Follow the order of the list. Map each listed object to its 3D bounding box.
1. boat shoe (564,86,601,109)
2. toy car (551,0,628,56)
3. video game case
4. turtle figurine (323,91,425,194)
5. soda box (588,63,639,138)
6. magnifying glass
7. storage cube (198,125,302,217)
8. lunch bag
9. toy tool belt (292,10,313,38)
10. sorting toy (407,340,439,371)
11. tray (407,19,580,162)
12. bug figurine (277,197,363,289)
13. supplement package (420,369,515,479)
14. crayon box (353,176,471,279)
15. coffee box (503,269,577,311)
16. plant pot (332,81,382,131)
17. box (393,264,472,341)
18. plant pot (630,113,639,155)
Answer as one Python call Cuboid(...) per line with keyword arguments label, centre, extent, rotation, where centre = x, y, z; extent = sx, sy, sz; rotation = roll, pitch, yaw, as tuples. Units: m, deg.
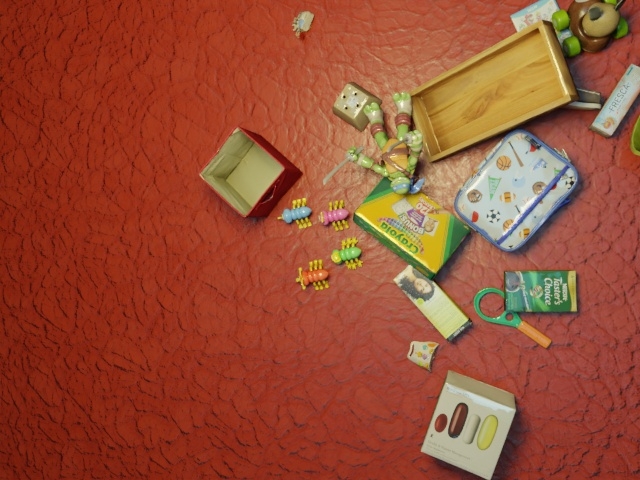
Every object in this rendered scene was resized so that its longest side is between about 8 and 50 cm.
Cuboid(label="boat shoe", centre=(0.574, -0.408, 1.686), extent=(0.324, 0.116, 0.096), rotation=(15, 98, 19))
Cuboid(label="toy car", centre=(0.690, -0.564, 1.602), extent=(0.155, 0.188, 0.149), rotation=(-21, 86, 6))
Cuboid(label="video game case", centre=(0.600, -0.557, 1.724), extent=(0.119, 0.015, 0.166), rotation=(-25, 85, 14))
Cuboid(label="turtle figurine", centre=(0.167, -0.267, 1.674), extent=(0.275, 0.198, 0.266), rotation=(12, 60, -23))
Cuboid(label="soda box", centre=(0.771, -0.359, 1.660), extent=(0.058, 0.063, 0.183), rotation=(33, 98, 12))
Cuboid(label="magnifying glass", centre=(0.525, 0.214, 1.760), extent=(0.231, 0.026, 0.092), rotation=(36, 99, 13))
Cuboid(label="storage cube", centre=(-0.195, -0.189, 1.849), extent=(0.215, 0.193, 0.183), rotation=(42, 101, 9))
Cuboid(label="lunch bag", centre=(0.523, -0.132, 1.707), extent=(0.243, 0.115, 0.303), rotation=(42, 102, 8))
Cuboid(label="toy tool belt", centre=(-0.057, -0.632, 1.881), extent=(0.051, 0.052, 0.083), rotation=(28, 96, 44))
Cuboid(label="sorting toy", centre=(0.285, 0.322, 1.820), extent=(0.075, 0.045, 0.083), rotation=(17, 96, 33))
Cuboid(label="tray", centre=(0.428, -0.370, 1.655), extent=(0.411, 0.076, 0.202), rotation=(-22, 86, 43))
Cuboid(label="bug figurine", centre=(0.000, 0.000, 1.865), extent=(0.216, 0.072, 0.279), rotation=(-17, 87, 14))
Cuboid(label="supplement package", centre=(0.400, 0.491, 1.733), extent=(0.194, 0.149, 0.203), rotation=(19, 97, 13))
Cuboid(label="crayon box", centre=(0.247, -0.043, 1.767), extent=(0.278, 0.081, 0.165), rotation=(38, 77, 11))
Cuboid(label="coffee box", centre=(0.587, 0.135, 1.720), extent=(0.184, 0.040, 0.113), rotation=(0, 87, 8))
Cuboid(label="plant pot", centre=(0.095, -0.386, 1.818), extent=(0.109, 0.096, 0.109), rotation=(36, 100, 12))
Cuboid(label="box", centre=(0.313, 0.167, 1.795), extent=(0.087, 0.058, 0.232), rotation=(-45, 81, 11))
Cuboid(label="plant pot", centre=(0.992, -0.268, 1.481), extent=(0.353, 0.366, 0.366), rotation=(30, 99, 1))
